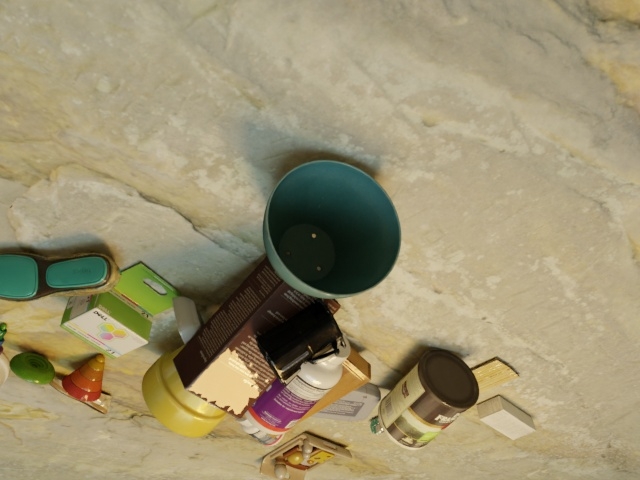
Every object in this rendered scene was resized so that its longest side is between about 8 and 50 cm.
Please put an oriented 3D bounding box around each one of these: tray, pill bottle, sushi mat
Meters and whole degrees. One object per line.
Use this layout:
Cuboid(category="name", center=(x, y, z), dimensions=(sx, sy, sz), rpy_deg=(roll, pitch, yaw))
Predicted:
Cuboid(category="tray", center=(-0.068, 0.440, 1.684), dimensions=(0.411, 0.076, 0.203), rpy_deg=(-38, 112, 23))
Cuboid(category="pill bottle", center=(-0.206, 0.608, 1.866), dimensions=(0.108, 0.108, 0.180), rpy_deg=(-24, 130, 18))
Cuboid(category="pill bottle", center=(-0.066, 0.364, 1.493), dimensions=(0.181, 0.181, 0.323), rpy_deg=(27, 117, -26))
Cuboid(category="sushi mat", center=(0.492, 0.486, 1.852), dimensions=(0.316, 0.019, 0.151), rpy_deg=(-34, 126, 25))

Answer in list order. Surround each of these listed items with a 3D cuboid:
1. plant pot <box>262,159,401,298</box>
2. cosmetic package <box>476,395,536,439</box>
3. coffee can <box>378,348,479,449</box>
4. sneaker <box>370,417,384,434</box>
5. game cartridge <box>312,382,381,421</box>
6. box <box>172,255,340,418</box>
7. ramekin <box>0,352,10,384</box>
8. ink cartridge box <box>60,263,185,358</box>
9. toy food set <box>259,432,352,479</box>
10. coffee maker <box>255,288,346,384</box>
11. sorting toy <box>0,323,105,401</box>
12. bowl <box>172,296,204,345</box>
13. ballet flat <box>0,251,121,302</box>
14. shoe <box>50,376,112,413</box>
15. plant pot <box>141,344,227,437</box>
Cuboid(category="plant pot", center=(0.000, 0.000, 1.196), dimensions=(0.290, 0.290, 0.195), rpy_deg=(13, 157, -16))
Cuboid(category="cosmetic package", center=(0.665, 0.635, 1.981), dimensions=(0.099, 0.060, 0.239), rpy_deg=(-33, 128, 28))
Cuboid(category="coffee can", center=(0.330, 0.496, 1.724), dimensions=(0.202, 0.201, 0.275), rpy_deg=(15, 131, -18))
Cuboid(category="sneaker", center=(0.259, 0.641, 1.972), dimensions=(0.166, 0.065, 0.076), rpy_deg=(-31, 145, 28))
Cuboid(category="game cartridge", center=(0.040, 0.523, 1.838), dimensions=(0.294, 0.060, 0.196), rpy_deg=(12, 136, -15))
Cuboid(category="box", center=(-0.155, 0.228, 1.364), dimensions=(0.381, 0.143, 0.191), rpy_deg=(-48, 126, -3))
Cuboid(category="ramekin", center=(-1.053, 0.392, 1.586), dimensions=(0.273, 0.127, 0.273), rpy_deg=(-2, 134, -2))
Cuboid(category="ink cartridge box", center=(-0.506, 0.186, 1.441), dimensions=(0.255, 0.097, 0.189), rpy_deg=(-25, 131, 21))
Cuboid(category="toy food set", center=(-0.057, 0.854, 2.127), dimensions=(0.220, 0.092, 0.306), rpy_deg=(31, 126, -29))
Cuboid(category="coffee maker", center=(-0.055, 0.219, 1.275), dimensions=(0.178, 0.120, 0.171), rpy_deg=(-31, 101, -15))
Cuboid(category="sorting toy", center=(-0.774, 0.335, 1.591), dimensions=(0.365, 0.127, 0.126), rpy_deg=(32, 96, -27))
Cuboid(category="bowl", center=(-0.330, 0.221, 1.430), dimensions=(0.053, 0.142, 0.142), rpy_deg=(-20, 131, -10))
Cuboid(category="ballet flat", center=(-0.653, 0.090, 1.339), dimensions=(0.349, 0.123, 0.123), rpy_deg=(-3, 134, 2))
Cuboid(category="shoe", center=(-0.755, 0.474, 1.742), dimensions=(0.076, 0.058, 0.219), rpy_deg=(-6, 140, 48))
Cuboid(category="plant pot", center=(-0.326, 0.374, 1.554), dimensions=(0.254, 0.254, 0.239), rpy_deg=(33, 108, -31))
